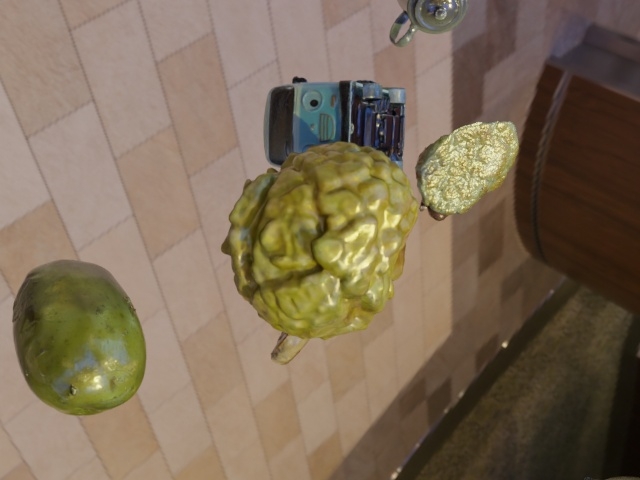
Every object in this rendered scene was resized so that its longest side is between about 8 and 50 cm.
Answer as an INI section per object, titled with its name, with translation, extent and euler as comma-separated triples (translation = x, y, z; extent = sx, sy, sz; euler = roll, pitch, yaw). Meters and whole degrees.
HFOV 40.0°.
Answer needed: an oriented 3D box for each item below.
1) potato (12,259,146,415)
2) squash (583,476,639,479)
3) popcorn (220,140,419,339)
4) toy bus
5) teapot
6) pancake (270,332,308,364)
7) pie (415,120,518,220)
[potato]
translation = -0.402, 0.157, 1.458
extent = 0.216, 0.304, 0.216
euler = -21, 134, -23
[squash]
translation = 0.373, 0.296, 0.987
extent = 0.052, 0.183, 0.052
euler = 2, 85, -29
[popcorn]
translation = 0.000, 0.000, 1.023
extent = 0.259, 0.212, 0.259
euler = 25, 90, -86
[toy bus]
translation = 0.019, -0.157, 1.241
extent = 0.271, 0.165, 0.133
euler = -15, 109, -69
[teapot]
translation = 0.238, -0.499, 1.853
extent = 0.239, 0.149, 0.162
euler = -37, 124, 25
[pancake]
translation = 0.017, 0.078, 1.595
extent = 0.356, 0.065, 0.356
euler = -56, -175, 8
[pie]
translation = 0.348, -0.178, 2.096
extent = 0.274, 0.105, 0.257
euler = -28, 138, -3
